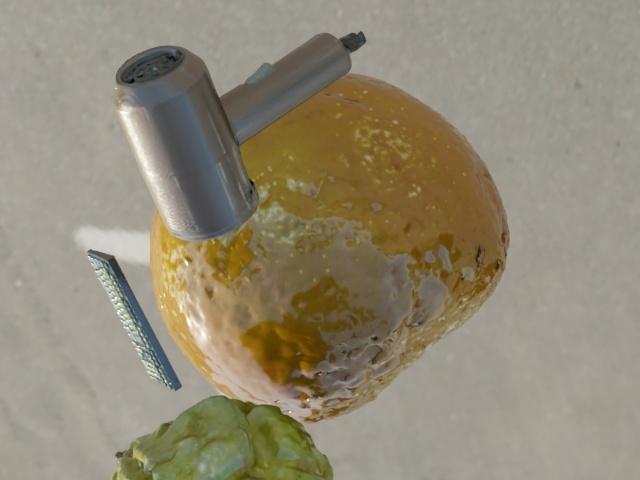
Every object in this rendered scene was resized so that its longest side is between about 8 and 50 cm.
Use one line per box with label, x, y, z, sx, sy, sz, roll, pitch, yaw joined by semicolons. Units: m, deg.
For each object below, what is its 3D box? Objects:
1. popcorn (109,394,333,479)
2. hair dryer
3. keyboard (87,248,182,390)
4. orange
popcorn;-0.078;0.222;1.345;0.187;0.167;0.185;-39;156;33
hair dryer;-0.042;-0.093;1.040;0.064;0.182;0.117;22;140;47
keyboard;-0.203;0.087;1.773;0.055;0.014;0.176;18;138;54
orange;0.000;0.000;1.522;0.293;0.340;0.340;51;144;7
